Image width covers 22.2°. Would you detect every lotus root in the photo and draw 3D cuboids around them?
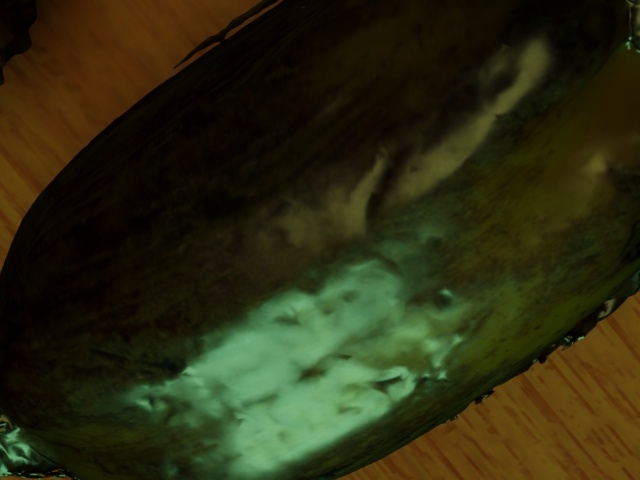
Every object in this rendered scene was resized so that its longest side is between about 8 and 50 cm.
[{"bbox_3d":[0.000,0.000,0.710,0.397,0.179,0.196,-31,105,25],"label":"lotus root"}]

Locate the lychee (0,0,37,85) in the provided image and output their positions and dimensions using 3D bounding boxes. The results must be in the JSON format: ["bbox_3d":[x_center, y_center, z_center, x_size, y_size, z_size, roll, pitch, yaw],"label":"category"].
[{"bbox_3d":[-0.239,-0.154,0.690,0.271,0.271,0.271,2,102,9],"label":"lychee"}]
